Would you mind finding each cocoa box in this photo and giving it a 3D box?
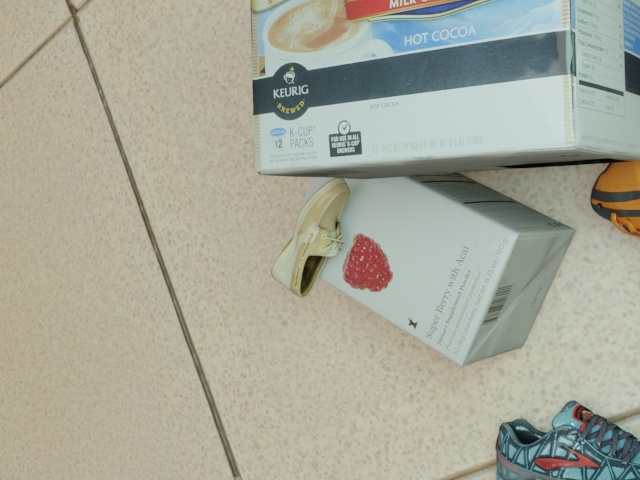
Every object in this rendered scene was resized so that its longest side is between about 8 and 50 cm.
[{"bbox_3d":[0.130,-0.186,0.917,0.347,0.231,0.227,-1,91,36],"label":"cocoa box"}]

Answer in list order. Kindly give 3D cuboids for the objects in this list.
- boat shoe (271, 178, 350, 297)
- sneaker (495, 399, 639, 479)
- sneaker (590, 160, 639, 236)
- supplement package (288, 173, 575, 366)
[{"bbox_3d":[0.000,0.000,1.120,0.059,0.063,0.170,45,127,24],"label":"boat shoe"},{"bbox_3d":[0.320,0.253,1.087,0.262,0.104,0.125,-11,83,36],"label":"sneaker"},{"bbox_3d":[0.399,0.016,1.024,0.180,0.125,0.320,19,111,51],"label":"sneaker"},{"bbox_3d":[0.132,0.004,1.166,0.293,0.175,0.177,30,110,32],"label":"supplement package"}]
